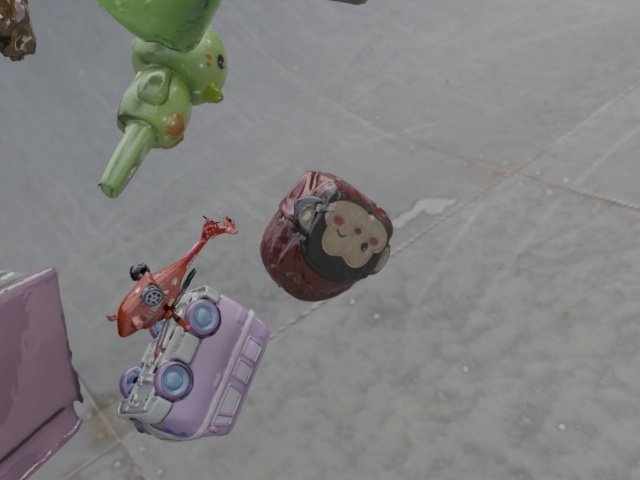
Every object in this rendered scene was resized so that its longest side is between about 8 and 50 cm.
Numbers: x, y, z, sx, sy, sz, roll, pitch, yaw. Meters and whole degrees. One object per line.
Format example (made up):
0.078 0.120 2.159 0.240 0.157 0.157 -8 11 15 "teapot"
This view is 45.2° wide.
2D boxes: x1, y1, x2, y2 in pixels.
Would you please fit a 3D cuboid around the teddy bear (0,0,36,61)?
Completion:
-0.406 -0.310 0.712 0.246 0.296 0.222 -22 70 -11 "teddy bear"

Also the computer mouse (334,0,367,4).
0.013 -0.463 1.356 0.181 0.089 0.056 16 70 33 "computer mouse"

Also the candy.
-0.131 -0.381 0.859 0.343 0.142 0.132 -57 8 21 "candy"

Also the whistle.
-0.200 -0.183 1.029 0.141 0.141 0.294 -5 64 26 "whistle"

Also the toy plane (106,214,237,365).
-0.182 0.051 0.955 0.194 0.077 0.126 -36 44 21 "toy plane"

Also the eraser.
-0.452 0.206 0.947 0.122 0.272 0.359 -2 17 15 "eraser"

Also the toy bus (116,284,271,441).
-0.174 0.179 1.064 0.142 0.142 0.202 -15 45 51 "toy bus"

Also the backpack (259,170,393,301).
0.001 0.001 1.308 0.229 0.229 0.139 -27 33 -11 "backpack"
